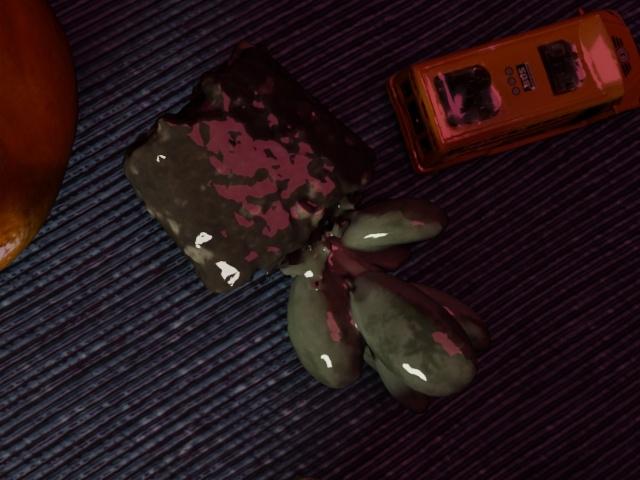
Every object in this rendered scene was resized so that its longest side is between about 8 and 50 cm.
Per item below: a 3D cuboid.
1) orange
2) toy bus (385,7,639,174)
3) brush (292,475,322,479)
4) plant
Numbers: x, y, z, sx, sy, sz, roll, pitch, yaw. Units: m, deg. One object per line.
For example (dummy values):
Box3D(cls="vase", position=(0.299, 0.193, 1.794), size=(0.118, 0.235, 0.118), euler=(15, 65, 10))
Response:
Box3D(cls="orange", position=(-0.260, -0.076, 0.720), size=(0.171, 0.240, 0.240), euler=(8, 80, 32))
Box3D(cls="toy bus", position=(0.154, -0.114, 0.860), size=(0.194, 0.088, 0.083), euler=(-18, 87, -12))
Box3D(cls="brush", position=(0.032, 0.296, 0.748), size=(0.166, 0.174, 0.266), euler=(-43, 87, -17))
Box3D(cls="plant", position=(-0.001, -0.001, 0.796), size=(0.149, 0.146, 0.274), euler=(-44, 95, 7))
